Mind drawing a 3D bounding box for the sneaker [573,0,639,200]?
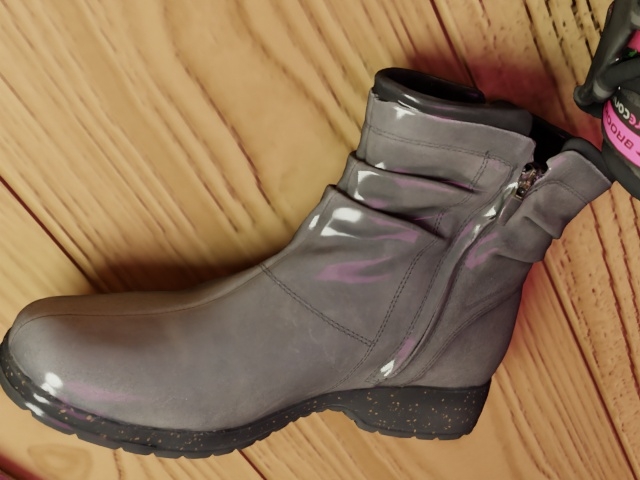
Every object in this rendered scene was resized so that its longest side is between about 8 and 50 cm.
[{"bbox_3d":[0.224,-0.109,0.515,0.202,0.185,0.483,-46,134,-5],"label":"sneaker"}]

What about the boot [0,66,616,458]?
[{"bbox_3d":[0.000,0.000,0.603,0.338,0.118,0.222,2,122,-37],"label":"boot"}]

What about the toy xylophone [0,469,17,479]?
[{"bbox_3d":[-0.314,0.266,0.678,0.323,0.081,0.236,-30,130,2],"label":"toy xylophone"}]
